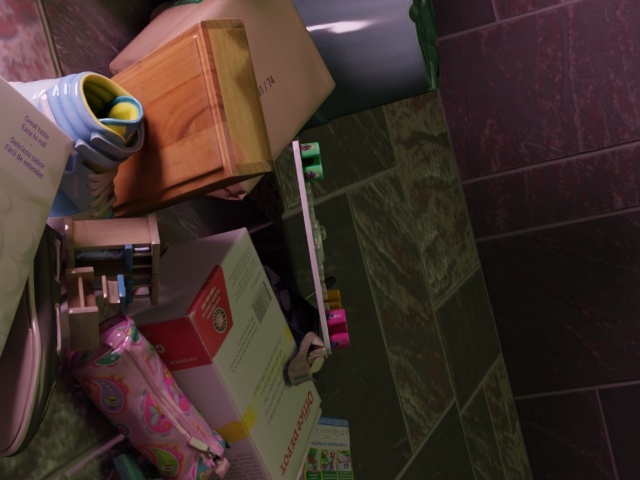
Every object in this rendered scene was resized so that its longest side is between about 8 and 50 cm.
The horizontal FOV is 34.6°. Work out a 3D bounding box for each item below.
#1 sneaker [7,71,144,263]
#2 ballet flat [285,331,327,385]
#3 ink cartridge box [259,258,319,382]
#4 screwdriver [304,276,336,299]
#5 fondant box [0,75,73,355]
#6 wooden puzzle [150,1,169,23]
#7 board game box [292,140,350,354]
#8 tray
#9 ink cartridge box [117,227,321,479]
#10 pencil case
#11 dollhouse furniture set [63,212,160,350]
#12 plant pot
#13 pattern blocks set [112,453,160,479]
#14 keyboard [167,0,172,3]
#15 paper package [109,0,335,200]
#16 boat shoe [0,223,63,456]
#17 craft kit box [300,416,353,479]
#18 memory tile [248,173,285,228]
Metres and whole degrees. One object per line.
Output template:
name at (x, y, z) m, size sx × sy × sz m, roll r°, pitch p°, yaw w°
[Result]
sneaker at (-0.314, -0.094, 1.452) m, size 0.127 × 0.208 × 0.319 m, roll -72°, pitch 144°, yaw -51°
ballet flat at (-0.013, 0.207, 1.794) m, size 0.168 × 0.052 × 0.057 m, roll -57°, pitch 131°, yaw -64°
ink cartridge box at (-0.071, 0.182, 2.070) m, size 0.332 × 0.065 × 0.165 m, roll 46°, pitch 38°, yaw -53°
screwdriver at (-0.002, 0.111, 2.315) m, size 0.170 × 0.025 × 0.024 m, roll -34°, pitch 110°, yaw -67°
fondant box at (-0.443, -0.043, 1.211) m, size 0.238 × 0.096 × 0.330 m, roll 47°, pitch 45°, yaw -50°
wooden puzzle at (-0.184, -0.342, 2.044) m, size 0.348 × 0.081 × 0.322 m, roll -50°, pitch 124°, yaw -62°
board game box at (0.000, 0.000, 2.022) m, size 0.390 × 0.050 × 0.389 m, roll -106°, pitch -173°, yaw -86°
tray at (-0.223, -0.157, 1.472) m, size 0.076 × 0.411 × 0.202 m, roll -12°, pitch 90°, yaw -36°
ink cartridge box at (-0.159, 0.219, 1.713) m, size 0.279 × 0.160 × 0.384 m, roll -65°, pitch 137°, yaw -58°
pencil case at (-0.248, 0.244, 1.507) m, size 0.284 × 0.124 × 0.124 m, roll 57°, pitch 29°, yaw -22°
dollhouse furniture set at (-0.285, 0.073, 1.421) m, size 0.183 × 0.129 × 0.129 m, roll -108°, pitch -161°, yaw -45°
plant pot at (0.066, -0.410, 2.169) m, size 0.341 × 0.334 × 0.341 m, roll -7°, pitch 90°, yaw -72°
pattern blocks set at (-0.206, 0.467, 1.509) m, size 0.324 × 0.026 × 0.285 m, roll 64°, pitch 8°, yaw 28°
keyboard at (-0.264, -0.501, 1.939) m, size 0.100 × 0.038 × 0.192 m, roll 45°, pitch 25°, yaw -3°
paper package at (-0.166, -0.291, 1.822) m, size 0.325 × 0.168 × 0.309 m, roll -53°, pitch 130°, yaw -33°
boat shoe at (-0.375, 0.116, 1.331) m, size 0.095 × 0.112 × 0.335 m, roll 30°, pitch 48°, yaw -55°
craft kit box at (-0.002, 0.485, 2.092) m, size 0.250 × 0.061 × 0.246 m, roll 26°, pitch 52°, yaw -62°
memory tile at (-0.115, -0.102, 2.173) m, size 0.148 × 0.012 × 0.113 m, roll 51°, pitch 35°, yaw -46°
